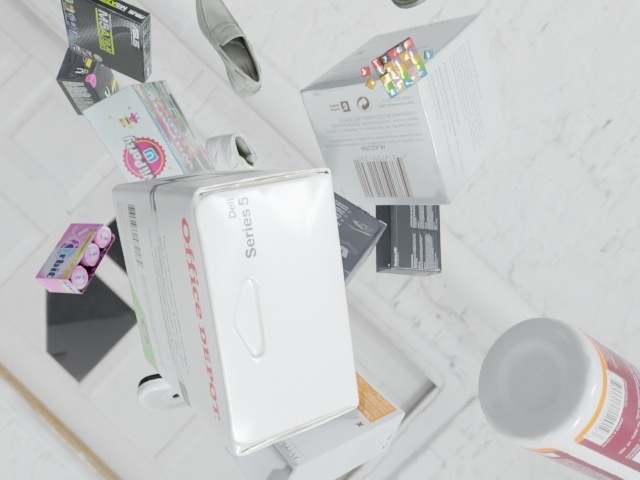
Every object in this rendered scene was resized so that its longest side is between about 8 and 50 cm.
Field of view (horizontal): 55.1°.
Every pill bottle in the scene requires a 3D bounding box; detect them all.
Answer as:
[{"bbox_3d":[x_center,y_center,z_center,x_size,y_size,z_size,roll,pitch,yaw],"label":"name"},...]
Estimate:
[{"bbox_3d":[0.491,0.307,1.109,0.224,0.392,0.224,-36,-142,35],"label":"pill bottle"}]

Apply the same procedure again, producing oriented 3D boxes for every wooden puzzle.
[{"bbox_3d":[0.087,-0.189,0.674,0.083,0.049,0.006,-33,-147,6],"label":"wooden puzzle"}]

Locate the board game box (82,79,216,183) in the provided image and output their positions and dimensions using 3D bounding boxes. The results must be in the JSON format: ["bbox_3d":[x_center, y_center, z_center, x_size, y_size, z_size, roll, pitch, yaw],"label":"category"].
[{"bbox_3d":[-0.294,-0.170,1.128,0.098,0.224,0.303,-27,-164,5],"label":"board game box"}]

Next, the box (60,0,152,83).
[{"bbox_3d":[-0.453,-0.444,1.311,0.045,0.184,0.190,-65,-177,-28],"label":"box"}]

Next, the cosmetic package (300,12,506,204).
[{"bbox_3d":[0.222,-0.322,1.543,0.330,0.327,0.393,1,-145,38],"label":"cosmetic package"}]

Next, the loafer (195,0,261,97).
[{"bbox_3d":[-0.251,-0.564,1.732,0.112,0.319,0.111,-31,-175,-27],"label":"loafer"}]

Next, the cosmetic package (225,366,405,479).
[{"bbox_3d":[-0.005,0.522,1.688,0.453,0.230,0.161,-9,128,-47],"label":"cosmetic package"}]

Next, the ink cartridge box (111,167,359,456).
[{"bbox_3d":[-0.091,0.039,0.559,0.115,0.198,0.273,-13,-168,-28],"label":"ink cartridge box"}]

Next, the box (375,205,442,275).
[{"bbox_3d":[0.272,-0.027,1.911,0.103,0.185,0.261,-21,-115,61],"label":"box"}]

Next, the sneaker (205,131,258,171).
[{"bbox_3d":[-0.263,-0.190,1.906,0.108,0.292,0.169,-21,-168,-41],"label":"sneaker"}]

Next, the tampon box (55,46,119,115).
[{"bbox_3d":[-0.654,-0.445,1.737,0.161,0.102,0.120,88,8,-65],"label":"tampon box"}]

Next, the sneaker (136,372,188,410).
[{"bbox_3d":[-0.230,0.211,1.019,0.079,0.121,0.217,-38,151,19],"label":"sneaker"}]

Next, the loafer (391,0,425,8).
[{"bbox_3d":[0.172,-0.589,1.350,0.094,0.251,0.087,-34,134,2],"label":"loafer"}]

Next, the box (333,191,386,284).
[{"bbox_3d":[0.000,0.000,1.017,0.158,0.156,0.093,-47,167,-48],"label":"box"}]

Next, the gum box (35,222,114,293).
[{"bbox_3d":[-0.605,0.038,1.528,0.062,0.107,0.188,64,35,-45],"label":"gum box"}]
